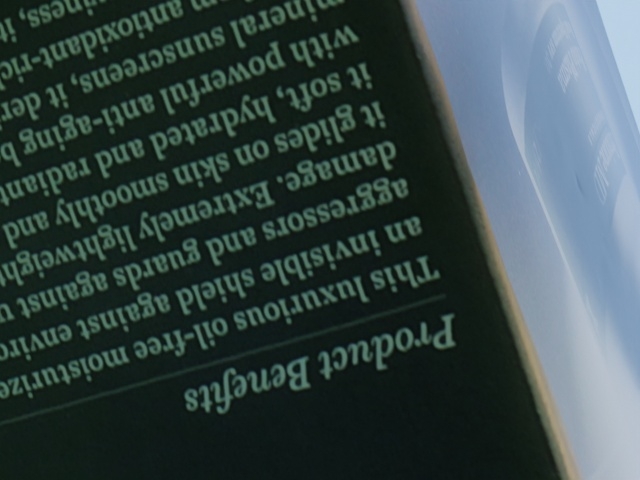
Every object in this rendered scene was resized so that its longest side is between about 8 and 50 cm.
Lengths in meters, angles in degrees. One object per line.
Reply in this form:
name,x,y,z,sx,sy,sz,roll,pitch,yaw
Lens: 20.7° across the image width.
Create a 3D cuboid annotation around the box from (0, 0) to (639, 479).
box,0.000,0.000,0.523,0.183,0.296,0.294,-17,-82,18
